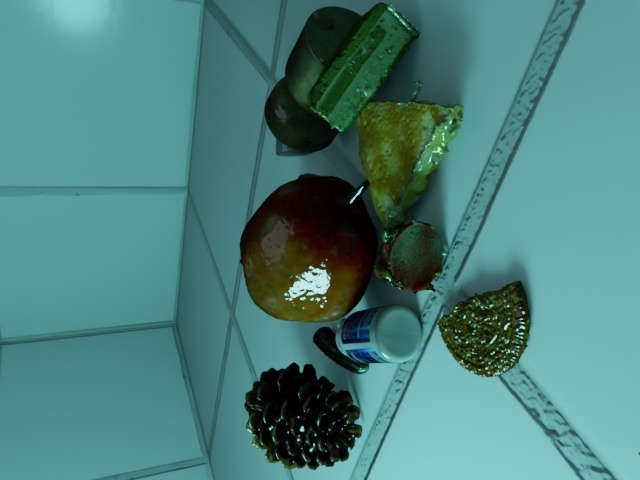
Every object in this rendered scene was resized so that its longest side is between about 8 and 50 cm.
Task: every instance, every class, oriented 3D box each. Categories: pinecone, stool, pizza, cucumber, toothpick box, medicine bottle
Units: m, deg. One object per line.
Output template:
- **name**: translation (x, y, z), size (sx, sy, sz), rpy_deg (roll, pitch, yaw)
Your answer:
- **pinecone**: translation (-0.030, 0.404, 1.229), size (0.292, 0.246, 0.246), rpy_deg (-5, 88, 46)
- **stool**: translation (0.004, -0.328, 1.120), size (0.264, 0.179, 0.179), rpy_deg (135, 128, -58)
- **pizza**: translation (0.163, -0.157, 0.929), size (0.288, 0.075, 0.279), rpy_deg (-18, 81, 63)
- **cucumber**: translation (0.051, 0.260, 1.237), size (0.058, 0.052, 0.215), rpy_deg (-56, 29, -5)
- **toothpick box**: translation (-0.072, -0.299, 1.382), size (0.098, 0.099, 0.148), rpy_deg (176, 91, -65)
- **medicine bottle**: translation (0.105, 0.186, 1.040), size (0.191, 0.107, 0.106), rpy_deg (152, 112, -63)

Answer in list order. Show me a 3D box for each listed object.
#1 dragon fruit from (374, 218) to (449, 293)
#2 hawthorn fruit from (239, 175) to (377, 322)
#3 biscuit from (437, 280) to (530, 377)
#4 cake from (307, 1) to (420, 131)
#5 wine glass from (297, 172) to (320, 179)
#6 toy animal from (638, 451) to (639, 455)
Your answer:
- **dragon fruit**: translation (0.144, 0.035, 0.909), size (0.142, 0.138, 0.175), rpy_deg (62, 165, 1)
- **hawthorn fruit**: translation (0.000, 0.000, 1.071), size (0.369, 0.285, 0.284), rpy_deg (-53, 45, 39)
- **biscuit**: translation (0.250, 0.145, 0.817), size (0.206, 0.025, 0.125), rpy_deg (130, 131, -57)
- **cake**: translation (0.062, -0.304, 0.963), size (0.235, 0.100, 0.099), rpy_deg (-55, 19, -5)
- **wine glass**: translation (0.014, 0.026, 1.313), size (0.264, 0.096, 0.309), rpy_deg (36, 127, 31)
- **toy animal**: translation (0.367, 0.250, 0.542), size (0.081, 0.061, 0.083), rpy_deg (81, 169, -61)
